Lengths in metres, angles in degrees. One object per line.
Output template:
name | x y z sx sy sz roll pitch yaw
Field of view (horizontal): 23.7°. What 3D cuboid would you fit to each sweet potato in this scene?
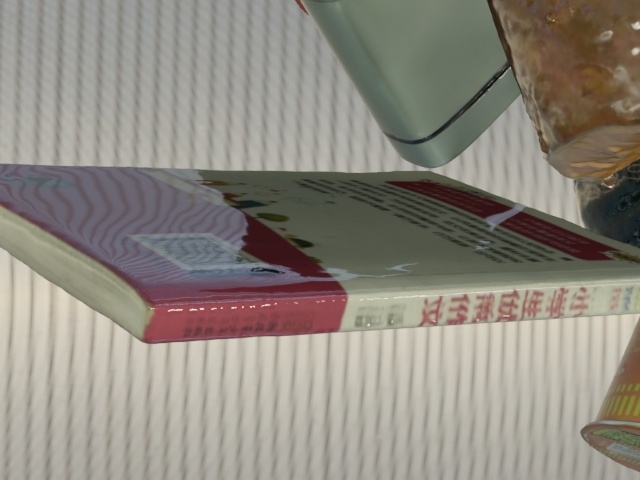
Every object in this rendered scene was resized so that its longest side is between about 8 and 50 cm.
sweet potato | 0.111 -0.194 0.720 0.131 0.131 0.337 -8 73 -29

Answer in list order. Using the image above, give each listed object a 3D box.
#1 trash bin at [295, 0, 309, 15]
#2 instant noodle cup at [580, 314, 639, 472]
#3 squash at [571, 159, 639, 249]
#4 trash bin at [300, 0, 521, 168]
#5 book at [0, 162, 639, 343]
trash bin | 0.037 -0.272 1.115 0.161 0.238 0.184 -45 105 -25
instant noodle cup | 0.264 0.057 0.937 0.168 0.168 0.185 26 74 -25
squash | 0.301 -0.046 1.172 0.218 0.172 0.218 23 37 -19
trash bin | 0.062 -0.125 0.860 0.116 0.059 0.130 -46 127 -13
book | 0.000 0.000 0.547 0.232 0.162 0.022 0 106 -36
